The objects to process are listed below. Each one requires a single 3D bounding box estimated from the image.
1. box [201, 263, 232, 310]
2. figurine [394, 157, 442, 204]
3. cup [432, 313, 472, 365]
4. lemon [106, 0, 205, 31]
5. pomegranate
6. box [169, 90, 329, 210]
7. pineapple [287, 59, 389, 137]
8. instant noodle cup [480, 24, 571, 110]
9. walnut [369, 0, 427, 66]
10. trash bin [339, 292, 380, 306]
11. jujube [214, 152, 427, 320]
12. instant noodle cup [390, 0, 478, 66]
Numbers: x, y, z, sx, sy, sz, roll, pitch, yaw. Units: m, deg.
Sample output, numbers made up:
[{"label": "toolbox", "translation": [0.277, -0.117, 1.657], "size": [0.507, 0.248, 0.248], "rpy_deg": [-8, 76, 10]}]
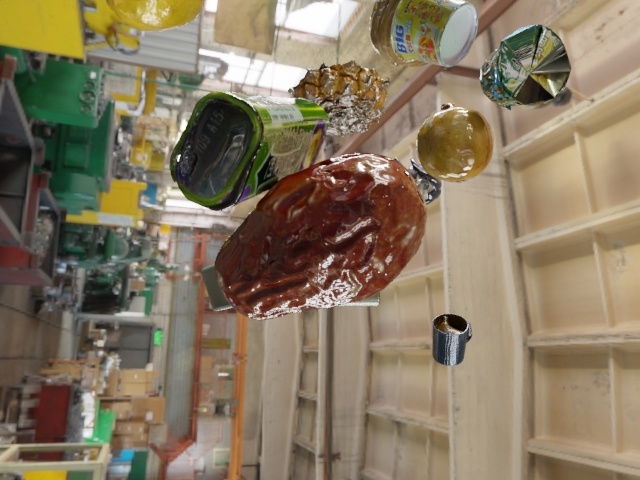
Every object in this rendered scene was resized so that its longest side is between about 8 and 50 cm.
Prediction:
[{"label": "box", "translation": [-0.190, 0.091, 1.191], "size": [0.172, 0.092, 0.124], "rpy_deg": [-11, 84, -79]}, {"label": "figurine", "translation": [0.347, -0.215, 2.104], "size": [0.175, 0.264, 0.197], "rpy_deg": [-42, -133, 45]}, {"label": "cup", "translation": [0.447, 0.332, 1.799], "size": [0.113, 0.149, 0.138], "rpy_deg": [-98, -176, -61]}, {"label": "lemon", "translation": [-0.194, -0.314, 0.649], "size": [0.155, 0.114, 0.114], "rpy_deg": [-44, 161, -47]}, {"label": "pomegranate", "translation": [0.435, -0.318, 1.760], "size": [0.264, 0.264, 0.265], "rpy_deg": [-175, -90, -72]}, {"label": "box", "translation": [-0.079, -0.135, 0.751], "size": [0.345, 0.097, 0.134], "rpy_deg": [-46, 160, -70]}, {"label": "pineapple", "translation": [0.040, -0.271, 1.086], "size": [0.225, 0.224, 0.076], "rpy_deg": [131, -44, -61]}, {"label": "instant noodle cup", "translation": [0.605, -0.512, 1.639], "size": [0.178, 0.240, 0.241], "rpy_deg": [-145, -119, -79]}, {"label": "walnut", "translation": [0.297, -0.699, 1.674], "size": [0.277, 0.251, 0.313], "rpy_deg": [40, -65, 63]}, {"label": "trash bin", "translation": [0.067, 0.150, 1.722], "size": [0.243, 0.247, 0.121], "rpy_deg": [8, 83, -84]}, {"label": "jujube", "translation": [0.000, 0.000, 0.716], "size": [0.197, 0.290, 0.197], "rpy_deg": [56, 14, -22]}, {"label": "instant noodle cup", "translation": [0.303, -0.548, 1.396], "size": [0.153, 0.204, 0.205], "rpy_deg": [36, -56, 33]}]
